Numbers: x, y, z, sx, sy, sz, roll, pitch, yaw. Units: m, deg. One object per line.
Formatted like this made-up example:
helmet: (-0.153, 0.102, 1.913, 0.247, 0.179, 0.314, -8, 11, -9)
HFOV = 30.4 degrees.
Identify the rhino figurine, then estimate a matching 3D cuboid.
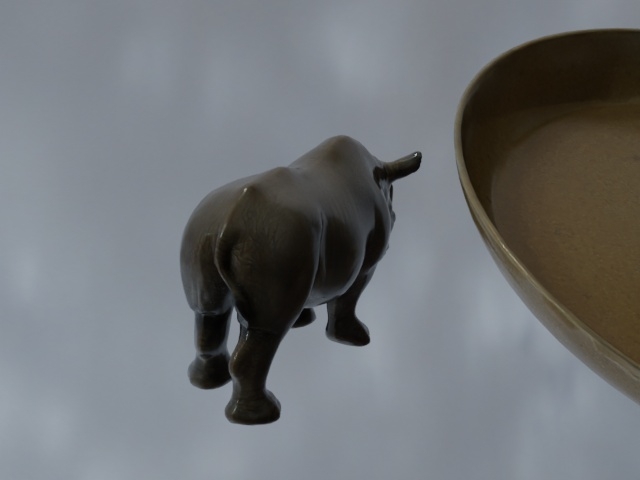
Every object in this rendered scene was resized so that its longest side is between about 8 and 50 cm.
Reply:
rhino figurine: (0.000, 0.000, 0.619, 0.243, 0.073, 0.106, -34, -51, -62)

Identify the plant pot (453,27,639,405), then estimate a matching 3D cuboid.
plant pot: (0.155, 0.002, 0.390, 0.236, 0.236, 0.032, -12, -46, -32)
